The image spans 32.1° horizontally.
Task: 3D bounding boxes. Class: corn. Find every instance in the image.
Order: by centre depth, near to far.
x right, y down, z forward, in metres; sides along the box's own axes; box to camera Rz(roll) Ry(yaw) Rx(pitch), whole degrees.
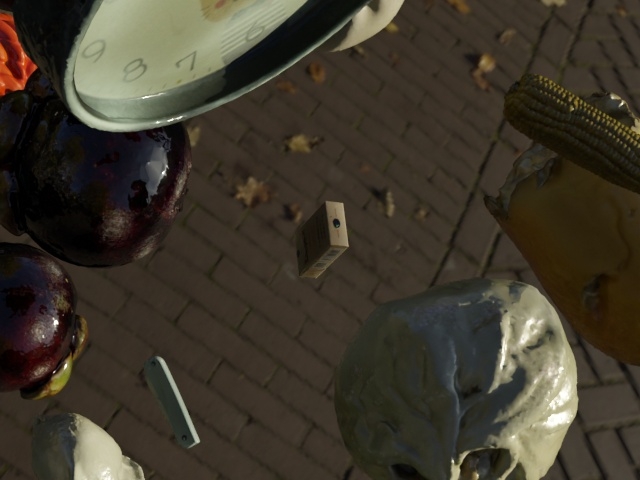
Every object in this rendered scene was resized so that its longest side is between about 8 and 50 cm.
[{"bbox_3d":[0.339,-0.133,1.424,0.231,0.080,0.080,31,53,3],"label":"corn"}]

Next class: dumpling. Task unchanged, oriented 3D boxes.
[{"bbox_3d":[-0.345,0.327,1.648,0.166,0.216,0.126,23,76,-39],"label":"dumpling"}]

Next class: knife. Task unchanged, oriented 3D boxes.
[{"bbox_3d":[-0.248,0.266,1.823,0.162,0.044,0.023,64,11,10],"label":"knife"}]

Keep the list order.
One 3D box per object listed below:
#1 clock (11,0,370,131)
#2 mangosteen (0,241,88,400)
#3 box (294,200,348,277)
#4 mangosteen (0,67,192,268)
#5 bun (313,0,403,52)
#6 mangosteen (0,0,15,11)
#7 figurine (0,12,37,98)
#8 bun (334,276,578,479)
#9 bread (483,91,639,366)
[{"bbox_3d":[-0.034,-0.135,0.519,0.226,0.226,0.049,-28,78,-36],"label":"clock"},{"bbox_3d":[-0.371,0.110,1.374,0.230,0.194,0.194,49,43,-39],"label":"mangosteen"},{"bbox_3d":[0.000,0.000,1.187,0.024,0.083,0.053,5,63,-23],"label":"box"},{"bbox_3d":[-0.255,-0.084,1.133,0.250,0.211,0.211,20,55,-8],"label":"mangosteen"},{"bbox_3d":[0.004,-0.259,1.067,0.173,0.173,0.120,25,25,-14],"label":"bun"},{"bbox_3d":[-0.241,-0.279,1.015,0.200,0.200,0.200,13,58,-21],"label":"mangosteen"},{"bbox_3d":[-0.509,-0.226,1.958,0.412,0.241,0.306,13,89,-51],"label":"figurine"},{"bbox_3d":[0.120,0.145,0.939,0.231,0.231,0.133,18,22,-18],"label":"bun"},{"bbox_3d":[0.427,0.003,1.667,0.394,0.250,0.361,58,9,-5],"label":"bread"}]
